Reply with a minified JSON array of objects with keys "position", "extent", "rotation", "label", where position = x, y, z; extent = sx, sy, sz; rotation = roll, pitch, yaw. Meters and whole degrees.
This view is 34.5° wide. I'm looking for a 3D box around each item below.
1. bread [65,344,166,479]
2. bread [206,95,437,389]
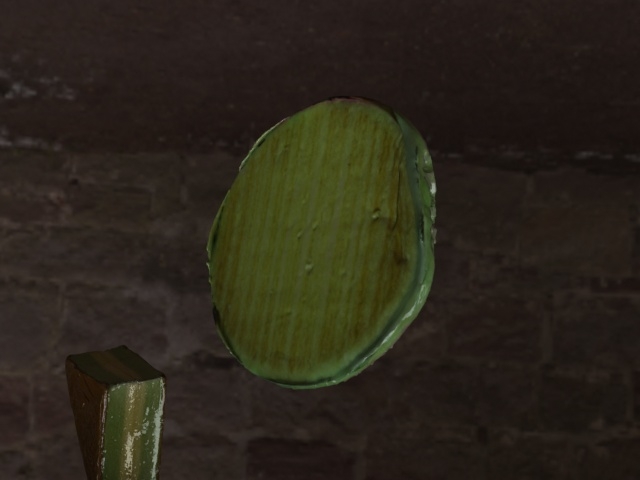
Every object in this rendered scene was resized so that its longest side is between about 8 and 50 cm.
[{"position":[-0.204,0.185,1.013],"extent":[0.074,0.139,0.084],"rotation":[-8,-159,-38],"label":"bread"},{"position":[-0.004,0.003,1.014],"extent":[0.301,0.302,0.045],"rotation":[-4,162,41],"label":"bread"}]
